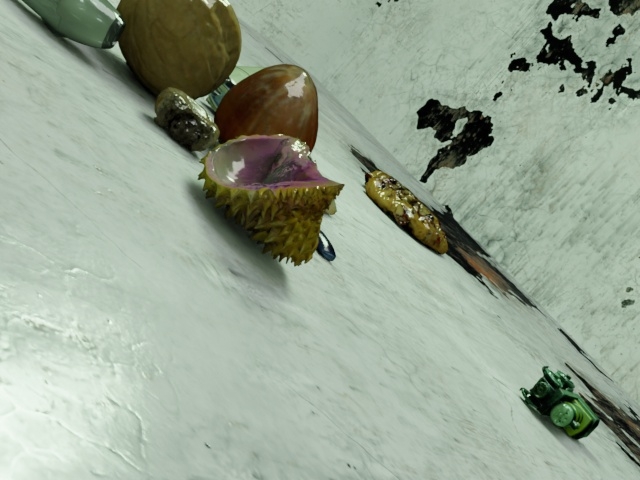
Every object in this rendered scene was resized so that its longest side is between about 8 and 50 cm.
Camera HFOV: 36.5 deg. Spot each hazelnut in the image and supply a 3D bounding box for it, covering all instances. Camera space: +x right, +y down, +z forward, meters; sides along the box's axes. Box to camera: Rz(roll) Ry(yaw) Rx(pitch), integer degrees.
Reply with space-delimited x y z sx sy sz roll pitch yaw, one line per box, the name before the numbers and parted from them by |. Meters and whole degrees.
hazelnut | -0.086 -0.207 1.646 0.176 0.214 0.214 22 18 -24

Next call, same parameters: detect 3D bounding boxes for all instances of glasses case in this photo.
glasses case | 0.000 0.000 1.606 0.033 0.023 0.083 34 13 -43

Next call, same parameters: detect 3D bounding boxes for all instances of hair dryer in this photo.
hair dryer | -0.429 -0.383 1.527 0.229 0.092 0.267 31 1 -24

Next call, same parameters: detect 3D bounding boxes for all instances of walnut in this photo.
walnut | -0.235 -0.340 1.622 0.228 0.228 0.228 40 11 -9

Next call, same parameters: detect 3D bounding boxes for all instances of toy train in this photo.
toy train | 0.464 0.315 1.868 0.132 0.083 0.200 51 14 25

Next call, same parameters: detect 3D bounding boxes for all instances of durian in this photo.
durian | -0.082 -0.068 1.327 0.186 0.154 0.260 19 16 -5

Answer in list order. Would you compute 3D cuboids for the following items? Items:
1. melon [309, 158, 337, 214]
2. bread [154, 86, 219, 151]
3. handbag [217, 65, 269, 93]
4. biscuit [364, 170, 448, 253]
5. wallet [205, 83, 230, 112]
melon | -0.027 -0.137 1.920 0.182 0.054 0.098 58 7 19
bread | -0.208 -0.184 1.494 0.113 0.060 0.082 42 11 -13
handbag | -0.158 -0.314 2.210 0.241 0.109 0.315 44 24 13
biscuit | 0.243 -0.088 2.678 0.289 0.081 0.334 48 11 25
wallet | -0.138 -0.240 1.967 0.141 0.059 0.202 53 15 23
